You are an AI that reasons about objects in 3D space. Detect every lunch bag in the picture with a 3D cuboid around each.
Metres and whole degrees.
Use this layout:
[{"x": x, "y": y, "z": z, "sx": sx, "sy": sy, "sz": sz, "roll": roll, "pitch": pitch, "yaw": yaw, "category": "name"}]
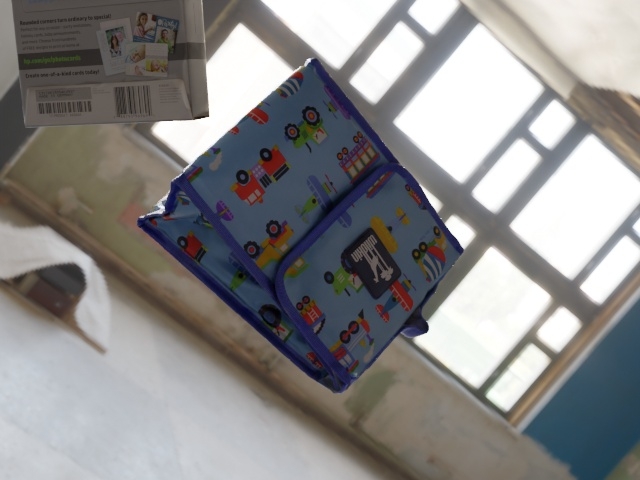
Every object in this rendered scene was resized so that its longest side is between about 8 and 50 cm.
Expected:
[{"x": 0.000, "y": 0.000, "z": 0.986, "sx": 0.293, "sy": 0.221, "sz": 0.138, "roll": 46, "pitch": -32, "yaw": -6, "category": "lunch bag"}]

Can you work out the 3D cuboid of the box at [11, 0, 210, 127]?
[{"x": -0.163, "y": -0.182, "z": 0.719, "sx": 0.145, "sy": 0.186, "sz": 0.038, "roll": -1, "pitch": 11, "yaw": 15, "category": "box"}]
